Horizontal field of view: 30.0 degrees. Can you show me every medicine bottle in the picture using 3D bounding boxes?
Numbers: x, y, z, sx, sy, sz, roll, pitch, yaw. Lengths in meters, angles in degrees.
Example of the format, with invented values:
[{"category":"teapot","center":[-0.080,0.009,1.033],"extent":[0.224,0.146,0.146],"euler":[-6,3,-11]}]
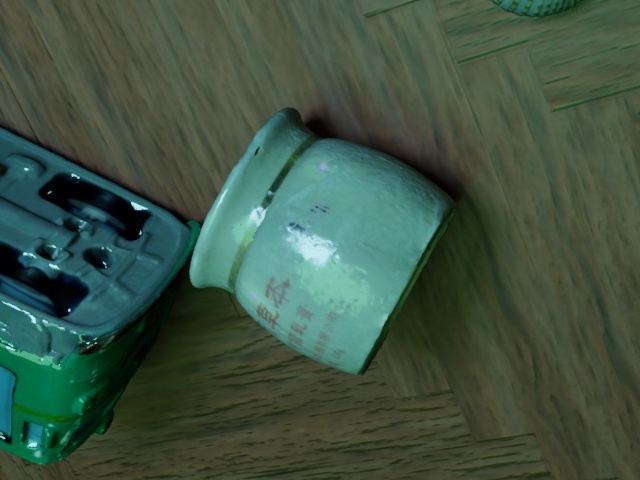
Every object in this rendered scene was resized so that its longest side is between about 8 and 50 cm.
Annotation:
[{"category":"medicine bottle","center":[0.000,0.000,0.815],"extent":[0.143,0.147,0.147],"euler":[28,124,6]}]

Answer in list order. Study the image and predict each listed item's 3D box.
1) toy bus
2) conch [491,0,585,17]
[{"category":"toy bus","center":[-0.283,0.025,0.923],"extent":[0.343,0.183,0.199],"euler":[26,127,8]},{"category":"conch","center":[0.128,-0.166,0.729],"extent":[0.085,0.056,0.076],"euler":[30,137,5]}]
